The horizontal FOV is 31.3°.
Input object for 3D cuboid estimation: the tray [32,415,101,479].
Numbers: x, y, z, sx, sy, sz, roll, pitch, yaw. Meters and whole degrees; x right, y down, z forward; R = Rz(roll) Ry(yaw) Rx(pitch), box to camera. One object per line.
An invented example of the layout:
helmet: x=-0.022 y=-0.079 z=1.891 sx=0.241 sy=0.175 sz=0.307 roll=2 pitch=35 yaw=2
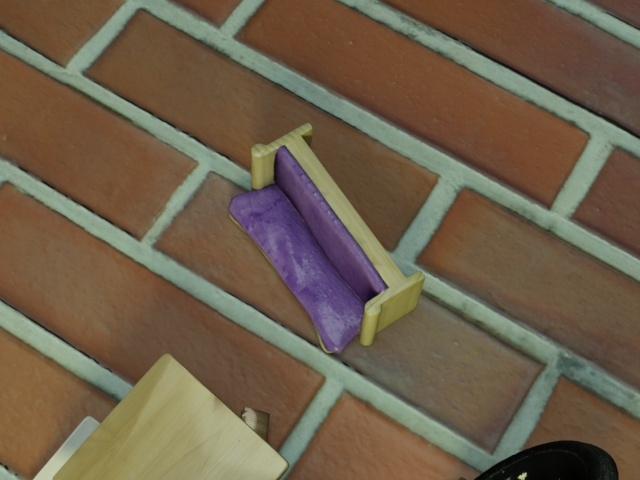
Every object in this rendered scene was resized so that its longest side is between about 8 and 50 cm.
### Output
tray: x=-0.306 y=0.409 z=1.775 sx=0.270 sy=0.030 sz=0.145 roll=35 pitch=72 yaw=13

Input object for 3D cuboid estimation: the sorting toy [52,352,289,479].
sorting toy: x=-0.219 y=0.352 z=1.721 sx=0.255 sy=0.089 sz=0.257 roll=40 pitch=83 yaw=14

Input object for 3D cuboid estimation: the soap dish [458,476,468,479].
soap dish: x=0.289 y=0.518 z=1.707 sx=0.290 sy=0.118 sz=0.229 roll=28 pitch=67 yaw=11

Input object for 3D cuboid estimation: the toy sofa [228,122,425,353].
toy sofa: x=0.000 y=0.000 z=1.916 sx=0.177 sy=0.150 sz=0.363 roll=-30 pitch=70 yaw=-16

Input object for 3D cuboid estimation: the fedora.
fedora: x=0.294 y=0.434 z=1.576 sx=0.334 sy=0.334 sz=0.153 roll=-39 pitch=106 yaw=-18

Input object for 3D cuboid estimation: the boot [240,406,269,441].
boot: x=-0.184 y=0.329 z=1.801 sx=0.197 sy=0.073 sz=0.152 roll=10 pitch=71 yaw=8
